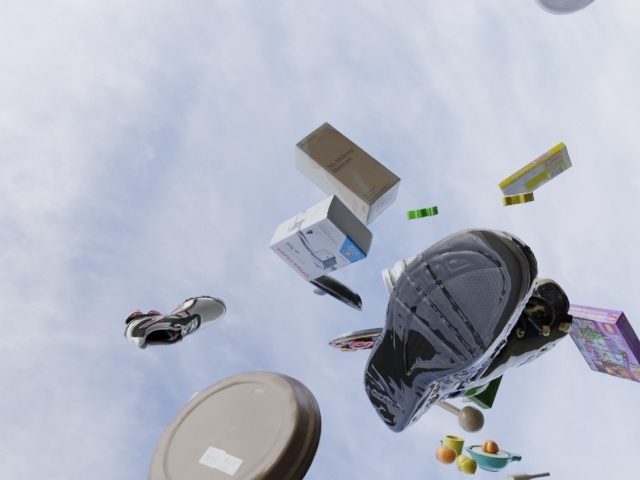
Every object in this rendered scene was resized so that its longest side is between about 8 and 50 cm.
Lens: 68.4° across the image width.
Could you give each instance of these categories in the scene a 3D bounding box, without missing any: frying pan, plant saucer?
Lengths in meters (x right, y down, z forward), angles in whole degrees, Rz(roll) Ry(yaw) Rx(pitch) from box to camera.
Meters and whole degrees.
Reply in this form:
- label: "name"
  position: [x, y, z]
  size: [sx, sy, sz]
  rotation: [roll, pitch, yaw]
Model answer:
- label: "frying pan"
  position: [0.047, 0.156, 1.381]
  size: [0.197, 0.326, 0.053]
  rotation: [28, -98, 15]
- label: "plant saucer"
  position: [-0.134, 0.295, 0.700]
  size: [0.278, 0.278, 0.041]
  rotation: [-42, -57, -34]

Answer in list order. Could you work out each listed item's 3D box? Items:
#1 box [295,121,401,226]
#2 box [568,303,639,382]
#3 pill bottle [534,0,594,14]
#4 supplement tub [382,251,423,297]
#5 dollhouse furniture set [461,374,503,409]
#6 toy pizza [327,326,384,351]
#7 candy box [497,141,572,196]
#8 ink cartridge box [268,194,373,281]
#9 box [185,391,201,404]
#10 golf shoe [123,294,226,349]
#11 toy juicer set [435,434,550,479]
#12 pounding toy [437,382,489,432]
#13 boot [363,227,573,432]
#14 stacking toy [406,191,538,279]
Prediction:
- label: "box"
  position: [0.076, -0.204, 1.433]
  size: [0.311, 0.121, 0.148]
  rotation: [40, -112, 18]
- label: "box"
  position: [0.924, 0.332, 1.525]
  size: [0.057, 0.201, 0.293]
  rotation: [-45, -71, -19]
- label: "pill bottle"
  position: [0.582, -0.670, 1.128]
  size: [0.169, 0.169, 0.301]
  rotation: [42, -139, -18]
- label: "supplement tub"
  position: [0.364, 0.132, 1.585]
  size: [0.191, 0.272, 0.191]
  rotation: [-21, -90, -78]
- label: "dollhouse furniture set"
  position: [0.381, 0.375, 1.464]
  size: [0.302, 0.197, 0.151]
  rotation: [35, -114, 1]
- label: "toy pizza"
  position: [0.118, 0.248, 1.155]
  size: [0.201, 0.201, 0.032]
  rotation: [6, -115, -32]
- label: "candy box"
  position: [0.626, -0.191, 1.376]
  size: [0.105, 0.206, 0.027]
  rotation: [40, -159, -43]
- label: "ink cartridge box"
  position: [0.000, 0.000, 1.067]
  size: [0.139, 0.191, 0.082]
  rotation: [44, -138, -24]
- label: "box"
  position: [-0.205, 0.453, 0.967]
  size: [0.094, 0.113, 0.275]
  rotation: [-62, -31, -72]
- label: "golf shoe"
  position: [-0.366, 0.225, 1.234]
  size: [0.273, 0.120, 0.105]
  rotation: [-12, -64, -32]
- label: "toy juicer set"
  position: [0.518, 0.673, 1.466]
  size: [0.209, 0.329, 0.089]
  rotation: [18, -104, -53]
- label: "pounding toy"
  position: [0.241, 0.271, 0.966]
  size: [0.110, 0.183, 0.236]
  rotation: [-13, -76, -32]
- label: "boot"
  position: [0.233, 0.107, 0.650]
  size: [0.284, 0.377, 0.138]
  rotation: [-14, -131, -28]
- label: "stacking toy"
  position: [0.282, 0.010, 0.864]
  size: [0.052, 0.221, 0.166]
  rotation: [-20, -79, -68]
